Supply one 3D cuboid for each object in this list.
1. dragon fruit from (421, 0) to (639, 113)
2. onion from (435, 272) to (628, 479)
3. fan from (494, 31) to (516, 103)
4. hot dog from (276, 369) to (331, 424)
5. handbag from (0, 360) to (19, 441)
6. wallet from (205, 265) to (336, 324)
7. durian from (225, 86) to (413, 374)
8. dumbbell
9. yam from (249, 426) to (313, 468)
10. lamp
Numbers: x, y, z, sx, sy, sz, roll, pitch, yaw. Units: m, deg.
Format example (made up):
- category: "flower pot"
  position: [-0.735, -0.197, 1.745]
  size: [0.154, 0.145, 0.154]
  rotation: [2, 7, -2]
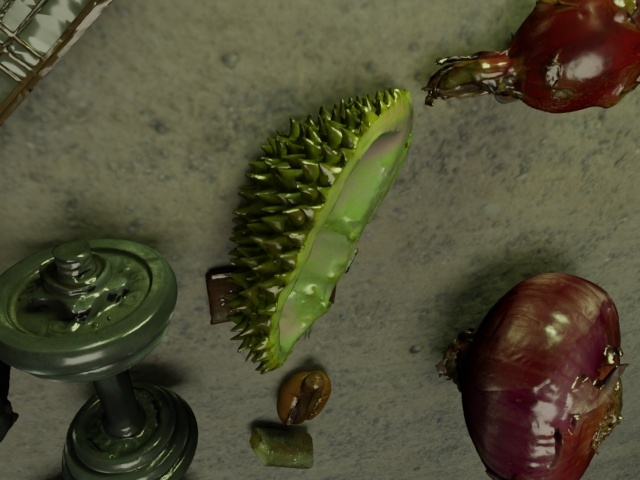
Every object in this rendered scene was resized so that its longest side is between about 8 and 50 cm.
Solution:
- category: "dragon fruit"
  position: [0.222, -0.183, 0.461]
  size: [0.246, 0.125, 0.125]
  rotation: [-12, 137, 2]
- category: "onion"
  position: [0.326, 0.215, 0.739]
  size: [0.348, 0.286, 0.347]
  rotation: [-14, 108, -48]
- category: "fan"
  position: [0.230, -0.195, 0.520]
  size: [0.060, 0.003, 0.080]
  rotation: [-7, 129, -14]
- category: "hot dog"
  position: [-0.024, 0.262, 0.769]
  size: [0.090, 0.060, 0.140]
  rotation: [12, 120, -31]
- category: "handbag"
  position: [-0.419, 0.107, 0.422]
  size: [0.181, 0.181, 0.254]
  rotation: [-24, 131, -15]
- category: "wallet"
  position: [-0.063, 0.067, 0.621]
  size: [0.176, 0.026, 0.095]
  rotation: [-6, 127, -14]
- category: "durian"
  position: [-0.009, 0.003, 0.495]
  size: [0.170, 0.157, 0.355]
  rotation: [9, 117, -29]
- category: "dumbbell"
  position: [-0.246, 0.168, 0.543]
  size: [0.179, 0.179, 0.406]
  rotation: [-6, 128, -14]
- category: "yam"
  position: [-0.071, 0.385, 0.846]
  size: [0.147, 0.069, 0.069]
  rotation: [21, 119, -32]
- category: "lamp"
  position: [-0.207, -0.182, 0.333]
  size: [0.325, 0.089, 0.090]
  rotation: [-39, 129, 14]
